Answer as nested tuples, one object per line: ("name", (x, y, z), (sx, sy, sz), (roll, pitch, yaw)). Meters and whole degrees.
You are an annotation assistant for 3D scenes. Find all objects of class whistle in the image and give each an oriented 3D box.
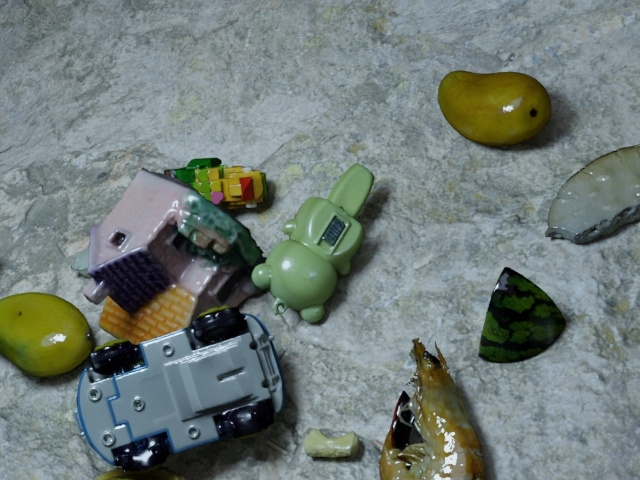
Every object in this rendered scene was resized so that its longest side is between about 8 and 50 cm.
("whistle", (0.000, 0.000, 2.074), (0.288, 0.131, 0.106), (-59, 11, -22))

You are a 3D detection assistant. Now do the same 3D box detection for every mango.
("mango", (0.276, -0.220, 2.134), (0.227, 0.099, 0.136), (25, 72, 46))
("mango", (-0.475, 0.147, 2.197), (0.237, 0.091, 0.137), (29, 64, 38))

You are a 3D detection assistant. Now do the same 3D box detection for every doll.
("doll", (-0.179, -0.089, 2.237), (0.186, 0.134, 0.106), (-2, 97, 16))

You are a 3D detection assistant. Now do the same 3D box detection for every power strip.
("power strip", (-0.349, 0.004, 2.290), (0.191, 0.030, 0.047), (-32, 46, -2))

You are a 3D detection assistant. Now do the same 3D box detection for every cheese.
("cheese", (0.017, 0.292, 1.892), (0.083, 0.030, 0.044), (-7, 58, 28))

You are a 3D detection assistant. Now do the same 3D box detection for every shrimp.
("shrimp", (0.141, 0.268, 1.841), (0.152, 0.063, 0.287), (-29, 48, 17))

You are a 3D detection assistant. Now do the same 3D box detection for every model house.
("model house", (-0.238, 0.057, 2.068), (0.202, 0.237, 0.237), (27, 73, 31))

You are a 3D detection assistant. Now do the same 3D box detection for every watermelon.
("watermelon", (0.270, 0.114, 1.899), (0.135, 0.125, 0.094), (-47, 16, 9))

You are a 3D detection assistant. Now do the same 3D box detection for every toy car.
("toy car", (-0.208, 0.220, 1.950), (0.314, 0.166, 0.198), (-19, 86, 1))

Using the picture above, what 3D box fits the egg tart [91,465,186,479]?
("egg tart", (-0.294, 0.436, 1.869), (0.290, 0.115, 0.290), (-11, 49, 13))

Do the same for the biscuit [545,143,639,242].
("biscuit", (0.463, -0.086, 1.978), (0.289, 0.038, 0.141), (-21, 48, 8))
